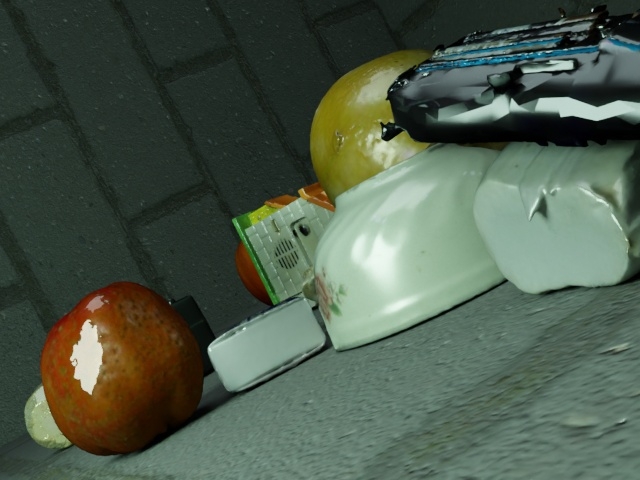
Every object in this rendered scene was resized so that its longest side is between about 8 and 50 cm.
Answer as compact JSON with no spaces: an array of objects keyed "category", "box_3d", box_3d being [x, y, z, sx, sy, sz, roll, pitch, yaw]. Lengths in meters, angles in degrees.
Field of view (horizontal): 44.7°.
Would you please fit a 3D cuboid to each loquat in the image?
[{"category":"loquat","box_3d":[0.129,-0.119,1.199,0.359,0.328,0.328,-52,6,-15]}]

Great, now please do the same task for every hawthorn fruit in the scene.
[{"category":"hawthorn fruit","box_3d":[-0.214,0.138,0.853,0.189,0.189,0.189,-28,0,0]}]

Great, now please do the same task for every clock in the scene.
[{"category":"clock","box_3d":[0.000,0.000,1.420,0.255,0.220,0.106,-27,-1,35]}]

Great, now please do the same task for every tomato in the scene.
[{"category":"tomato","box_3d":[-0.054,0.045,1.658,0.259,0.180,0.260,-25,-12,-6]}]

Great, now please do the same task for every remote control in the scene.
[{"category":"remote control","box_3d":[0.212,-0.108,0.468,0.398,0.062,0.144,6,35,47]}]

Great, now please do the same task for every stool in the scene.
[{"category":"stool","box_3d":[-0.283,0.192,1.318,0.232,0.141,0.232,-27,-1,0]}]

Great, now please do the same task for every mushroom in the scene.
[{"category":"mushroom","box_3d":[0.255,-0.064,0.582,0.328,0.122,0.159,-29,37,-30]}]

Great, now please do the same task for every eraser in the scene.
[{"category":"eraser","box_3d":[-0.066,0.120,0.936,0.124,0.068,0.210,-28,-1,-6]}]

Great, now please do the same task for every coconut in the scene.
[{"category":"coconut","box_3d":[-0.439,0.291,1.319,0.116,0.116,0.122,-28,5,-16]}]

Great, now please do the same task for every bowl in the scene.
[{"category":"bowl","box_3d":[0.106,-0.011,0.809,0.276,0.145,0.277,-25,0,0]}]

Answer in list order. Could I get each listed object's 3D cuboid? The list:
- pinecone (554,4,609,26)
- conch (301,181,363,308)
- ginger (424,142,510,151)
[{"category":"pinecone","box_3d":[0.298,-0.150,0.869,0.221,0.222,0.221,-28,0,0]},{"category":"conch","box_3d":[0.077,0.011,1.015,0.245,0.178,0.163,-34,41,-17]},{"category":"ginger","box_3d":[0.257,-0.120,1.018,0.332,0.166,0.080,-5,-39,-16]}]
